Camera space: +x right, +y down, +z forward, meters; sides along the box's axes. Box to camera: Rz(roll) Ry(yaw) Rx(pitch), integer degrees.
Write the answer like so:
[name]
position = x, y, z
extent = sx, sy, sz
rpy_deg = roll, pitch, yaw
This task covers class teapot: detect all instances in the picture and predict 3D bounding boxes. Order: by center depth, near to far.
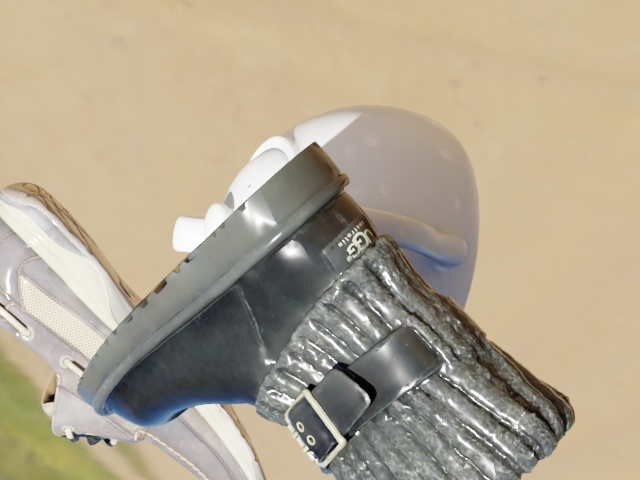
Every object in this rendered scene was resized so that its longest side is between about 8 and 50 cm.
[teapot]
position = 0.000, 0.000, 1.562
extent = 0.187, 0.252, 0.256
rpy_deg = 11, 129, -23

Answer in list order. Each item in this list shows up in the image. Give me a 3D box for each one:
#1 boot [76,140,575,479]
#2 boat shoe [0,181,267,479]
[boot]
position = -0.009, 0.112, 1.340
extent = 0.260, 0.131, 0.348
rpy_deg = 47, 144, -2
[boat shoe]
position = -0.189, 0.112, 1.724
extent = 0.355, 0.130, 0.132
rpy_deg = 50, -179, -9
